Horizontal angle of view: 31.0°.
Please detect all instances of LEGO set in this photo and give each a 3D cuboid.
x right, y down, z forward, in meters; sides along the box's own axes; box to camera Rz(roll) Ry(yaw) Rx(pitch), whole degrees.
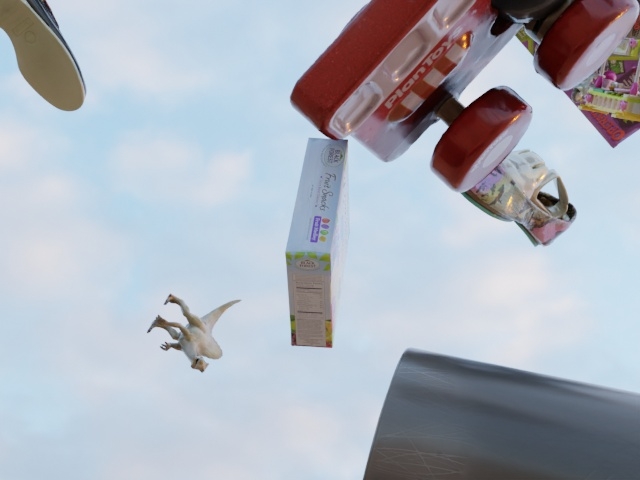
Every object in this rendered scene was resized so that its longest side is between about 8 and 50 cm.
[{"bbox_3d":[0.461,-0.208,1.540,0.132,0.107,0.287,0,14,-44],"label":"LEGO set"}]

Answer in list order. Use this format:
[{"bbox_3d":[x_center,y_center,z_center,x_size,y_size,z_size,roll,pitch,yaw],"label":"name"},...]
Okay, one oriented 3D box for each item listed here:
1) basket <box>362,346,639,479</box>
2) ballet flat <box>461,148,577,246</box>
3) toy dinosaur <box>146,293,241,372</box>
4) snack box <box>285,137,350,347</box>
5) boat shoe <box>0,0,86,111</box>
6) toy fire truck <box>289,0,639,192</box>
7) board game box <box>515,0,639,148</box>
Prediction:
[{"bbox_3d":[0.141,0.148,0.630,0.227,0.154,0.204,14,-13,11],"label":"basket"},{"bbox_3d":[0.215,-0.052,1.219,0.079,0.077,0.221,-40,-32,16],"label":"ballet flat"},{"bbox_3d":[-0.154,0.109,1.380,0.093,0.183,0.053,32,-68,-6],"label":"toy dinosaur"},{"bbox_3d":[0.000,0.000,0.910,0.037,0.141,0.100,4,-48,5],"label":"snack box"},{"bbox_3d":[-0.221,-0.162,0.895,0.049,0.042,0.133,-21,-65,26],"label":"boat shoe"},{"bbox_3d":[0.121,-0.186,0.934,0.302,0.169,0.254,-46,-15,7],"label":"toy fire truck"},{"bbox_3d":[0.427,-0.296,1.688,0.208,0.056,0.347,-39,-49,15],"label":"board game box"}]
